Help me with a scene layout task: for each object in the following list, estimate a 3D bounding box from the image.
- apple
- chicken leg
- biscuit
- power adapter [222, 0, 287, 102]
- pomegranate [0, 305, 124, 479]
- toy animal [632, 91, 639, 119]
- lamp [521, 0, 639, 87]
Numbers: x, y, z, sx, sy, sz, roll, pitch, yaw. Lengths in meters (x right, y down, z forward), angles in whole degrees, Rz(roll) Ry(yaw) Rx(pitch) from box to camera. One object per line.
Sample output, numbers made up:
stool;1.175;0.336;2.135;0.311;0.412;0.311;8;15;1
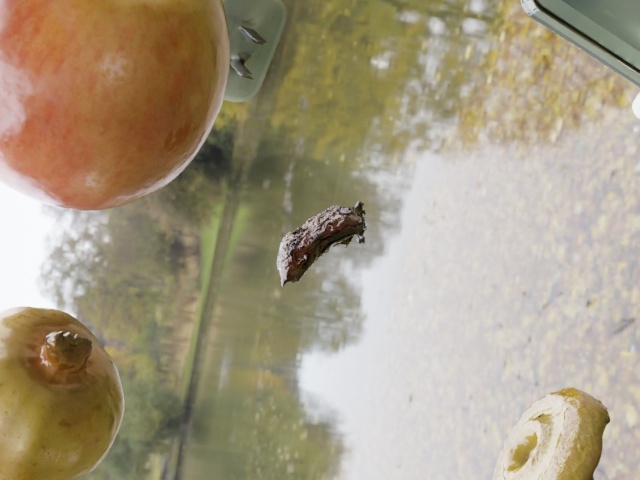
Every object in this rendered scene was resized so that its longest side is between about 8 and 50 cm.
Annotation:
apple;-0.276;-0.229;1.111;0.364;0.364;0.364;-171;90;-82
chicken leg;0.000;0.000;1.655;0.105;0.234;0.063;30;144;49
biscuit;0.398;0.397;1.686;0.296;0.102;0.296;-61;3;5
power adapter;-0.148;-0.336;1.527;0.255;0.124;0.187;50;123;51
pomegranate;-0.314;0.171;1.013;0.207;0.207;0.207;-171;90;-82
toy animal;0.762;-0.297;1.900;0.174;0.249;0.289;-45;-67;-50
lamp;0.401;-0.321;1.106;0.266;0.269;0.047;-61;9;-7
